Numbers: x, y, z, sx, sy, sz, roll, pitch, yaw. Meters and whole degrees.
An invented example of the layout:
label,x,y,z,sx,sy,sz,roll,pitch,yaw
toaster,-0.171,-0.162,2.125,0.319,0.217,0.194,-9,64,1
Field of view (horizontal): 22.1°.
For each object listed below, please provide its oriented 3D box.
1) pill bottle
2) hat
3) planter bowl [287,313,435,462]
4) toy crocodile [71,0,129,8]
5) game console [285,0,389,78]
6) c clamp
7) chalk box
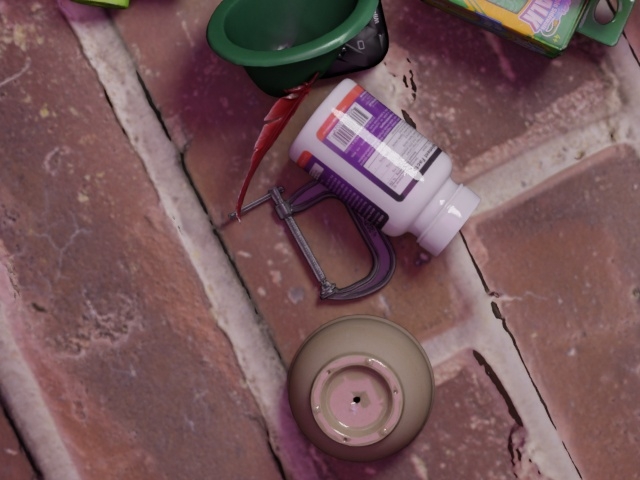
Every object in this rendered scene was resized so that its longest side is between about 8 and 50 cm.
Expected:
label,x,y,z,sx,sy,sz,roll,pitch,yaw
pill bottle,0.071,-0.073,1.727,0.193,0.108,0.108,39,94,1
hat,-0.021,-0.166,1.723,0.208,0.173,0.184,-16,130,2
planter bowl,0.042,0.164,1.739,0.162,0.109,0.162,0,93,3
toy crocodile,-0.296,-0.321,1.743,0.340,0.105,0.115,11,93,3
game console,0.004,-0.358,1.753,0.213,0.044,0.361,-12,92,4
c clamp,0.000,0.000,1.781,0.137,0.022,0.161,-34,88,-1
chalk box,0.223,-0.272,1.696,0.213,0.132,0.132,24,94,3
